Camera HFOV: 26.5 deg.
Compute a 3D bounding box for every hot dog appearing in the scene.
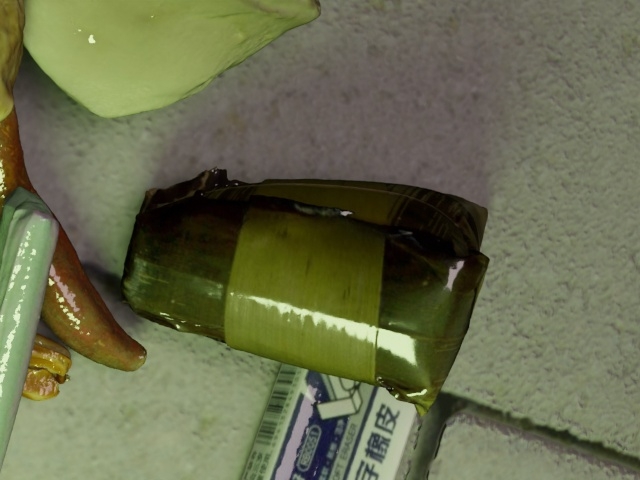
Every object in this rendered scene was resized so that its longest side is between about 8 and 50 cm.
[{"bbox_3d":[-0.256,0.086,1.077,0.133,0.041,0.056,26,93,-27],"label":"hot dog"}]

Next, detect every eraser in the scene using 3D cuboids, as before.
[{"bbox_3d":[-0.004,0.214,1.187,0.124,0.068,0.210,26,76,-27],"label":"eraser"}]

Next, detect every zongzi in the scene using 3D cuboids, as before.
[{"bbox_3d":[0.000,0.000,1.195,0.289,0.317,0.154,16,110,6],"label":"zongzi"}]

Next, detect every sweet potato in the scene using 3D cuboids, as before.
[{"bbox_3d":[-0.221,0.003,1.075,0.058,0.078,0.255,-47,120,-49],"label":"sweet potato"}]

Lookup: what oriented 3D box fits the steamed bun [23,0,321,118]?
[{"bbox_3d":[-0.116,-0.297,1.050,0.352,0.247,0.339,-37,104,-20],"label":"steamed bun"}]

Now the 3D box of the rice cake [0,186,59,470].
[{"bbox_3d":[-0.237,0.075,1.013,0.042,0.080,0.222,12,101,-28],"label":"rice cake"}]

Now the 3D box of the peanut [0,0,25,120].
[{"bbox_3d":[-0.280,-0.189,0.955,0.120,0.110,0.237,-22,94,-37],"label":"peanut"}]
